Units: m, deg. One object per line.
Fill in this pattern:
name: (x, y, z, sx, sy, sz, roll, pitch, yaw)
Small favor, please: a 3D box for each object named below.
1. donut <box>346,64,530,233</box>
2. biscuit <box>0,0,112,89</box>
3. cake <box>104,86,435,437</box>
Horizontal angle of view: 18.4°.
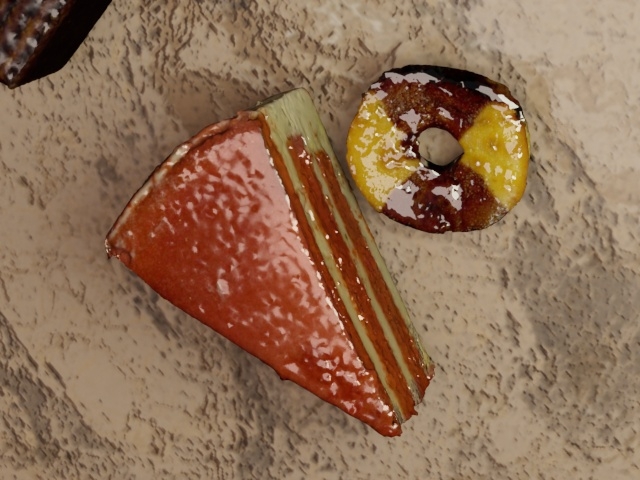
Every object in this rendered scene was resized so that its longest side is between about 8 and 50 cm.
donut: (0.093, -0.072, 1.471, 0.140, 0.059, 0.140, 4, 105, 16)
biscuit: (-0.137, -0.281, 1.464, 0.073, 0.107, 0.388, 39, 111, 4)
cake: (0.000, 0.000, 1.468, 0.262, 0.158, 0.159, 33, 112, 5)
